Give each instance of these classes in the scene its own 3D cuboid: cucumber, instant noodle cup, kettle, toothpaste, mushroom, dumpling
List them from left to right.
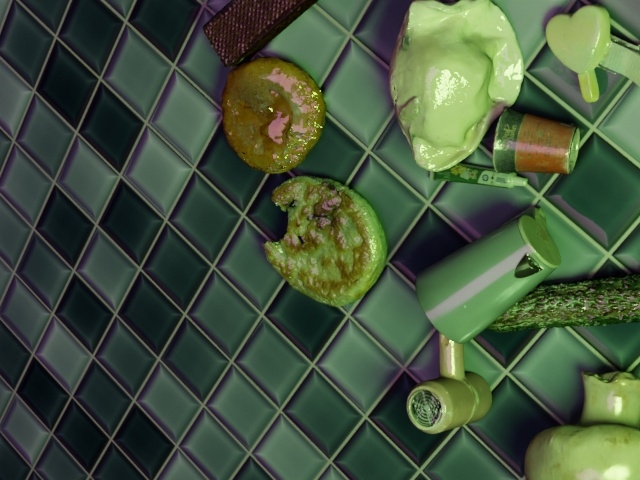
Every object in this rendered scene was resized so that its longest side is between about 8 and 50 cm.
[{"bbox_3d":[0.249,-0.299,1.893,0.242,0.187,0.318,-9,112,-5],"label":"dumpling"},{"bbox_3d":[0.300,-0.126,1.964,0.204,0.031,0.049,11,109,32],"label":"toothpaste"},{"bbox_3d":[0.321,0.050,1.904,0.243,0.210,0.160,-38,102,28],"label":"kettle"},{"bbox_3d":[0.391,-0.172,1.843,0.135,0.127,0.127,11,110,22],"label":"instant noodle cup"},{"bbox_3d":[0.448,0.119,1.909,0.359,0.096,0.096,-7,100,37],"label":"cucumber"},{"bbox_3d":[0.525,0.385,1.865,0.297,0.297,0.290,-4,65,34],"label":"mushroom"}]

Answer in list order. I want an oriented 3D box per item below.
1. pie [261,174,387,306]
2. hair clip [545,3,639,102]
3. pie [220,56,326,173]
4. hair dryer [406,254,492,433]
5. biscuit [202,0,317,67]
[{"bbox_3d":[0.007,0.003,2.176,0.302,0.067,0.303,9,108,31],"label":"pie"},{"bbox_3d":[0.482,-0.320,1.767,0.218,0.071,0.159,33,122,26],"label":"hair clip"},{"bbox_3d":[-0.108,-0.266,2.168,0.273,0.069,0.273,14,117,29],"label":"pie"},{"bbox_3d":[0.248,0.200,2.027,0.106,0.189,0.344,-4,88,36],"label":"hair dryer"},{"bbox_3d":[-0.081,-0.496,2.076,0.388,0.073,0.107,-33,87,36],"label":"biscuit"}]
